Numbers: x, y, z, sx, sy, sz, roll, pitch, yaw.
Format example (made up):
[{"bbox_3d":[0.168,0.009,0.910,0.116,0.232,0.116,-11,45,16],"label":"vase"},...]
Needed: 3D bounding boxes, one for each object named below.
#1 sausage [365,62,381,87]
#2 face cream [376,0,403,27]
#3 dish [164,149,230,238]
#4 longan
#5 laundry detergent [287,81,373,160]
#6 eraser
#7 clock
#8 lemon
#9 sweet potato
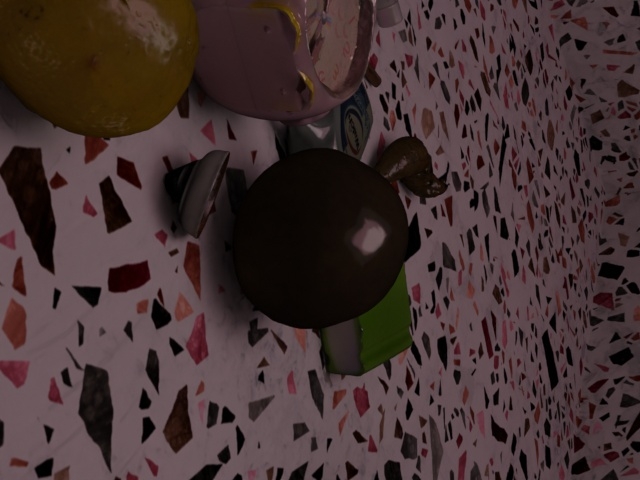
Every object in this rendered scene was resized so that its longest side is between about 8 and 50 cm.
[{"bbox_3d":[0.096,-0.365,2.356,0.116,0.026,0.026,46,45,-50],"label":"sausage"},{"bbox_3d":[0.113,-0.581,2.376,0.082,0.082,0.269,-58,134,-51],"label":"face cream"},{"bbox_3d":[-0.195,-0.080,1.671,0.141,0.078,0.141,-160,-90,-89],"label":"dish"},{"bbox_3d":[-0.001,-0.001,1.793,0.297,0.297,0.297,23,64,-60],"label":"longan"},{"bbox_3d":[0.000,-0.204,2.042,0.214,0.105,0.280,67,32,-31],"label":"laundry detergent"},{"bbox_3d":[0.089,0.139,2.160,0.274,0.092,0.210,-20,103,-64],"label":"eraser"},{"bbox_3d":[-0.058,-0.380,1.778,0.376,0.251,0.368,-58,144,-43],"label":"clock"},{"bbox_3d":[-0.277,-0.257,1.341,0.260,0.261,0.284,-61,138,-49],"label":"lemon"},{"bbox_3d":[0.191,-0.163,2.428,0.310,0.098,0.124,7,85,-60],"label":"sweet potato"}]
